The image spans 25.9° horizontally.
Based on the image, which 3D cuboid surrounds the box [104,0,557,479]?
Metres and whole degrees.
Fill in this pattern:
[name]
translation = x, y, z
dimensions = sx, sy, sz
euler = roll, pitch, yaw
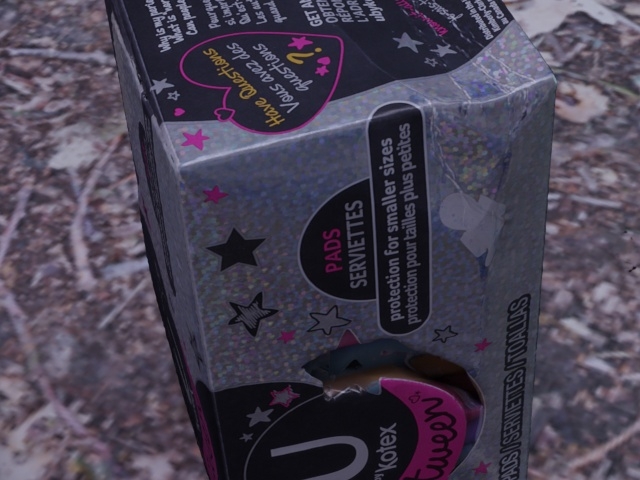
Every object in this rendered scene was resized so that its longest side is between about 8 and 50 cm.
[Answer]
[box]
translation = 0.000, 0.000, 0.589
dimensions = 0.142, 0.247, 0.163
euler = -14, 45, -9
